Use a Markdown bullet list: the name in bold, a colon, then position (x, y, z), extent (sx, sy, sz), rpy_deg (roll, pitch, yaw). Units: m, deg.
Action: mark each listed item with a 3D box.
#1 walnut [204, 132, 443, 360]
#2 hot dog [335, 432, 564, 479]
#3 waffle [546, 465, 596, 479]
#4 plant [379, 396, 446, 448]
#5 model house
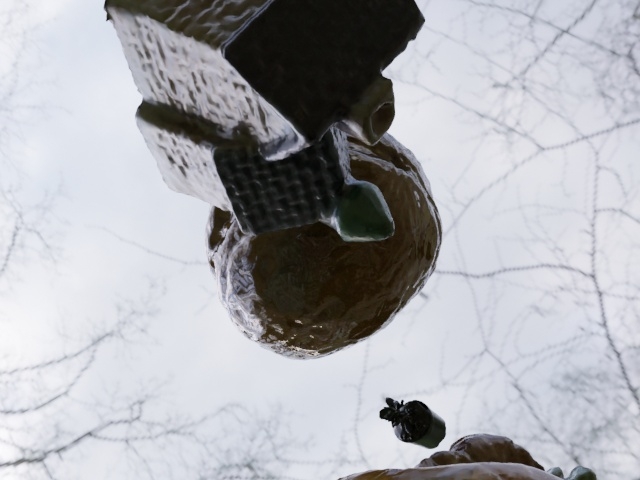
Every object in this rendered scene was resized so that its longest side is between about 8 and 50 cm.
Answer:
- **walnut**: position (0.000, 0.000, 1.352), extent (0.332, 0.333, 0.333), rpy_deg (-19, -52, -25)
- **hot dog**: position (0.165, 0.309, 0.807), extent (0.185, 0.405, 0.223), rpy_deg (-33, 8, 43)
- **waffle**: position (0.284, 0.439, 1.530), extent (0.309, 0.292, 0.056), rpy_deg (-23, -75, 11)
- **plant**: position (0.094, 0.194, 1.137), extent (0.051, 0.051, 0.102), rpy_deg (-52, -46, 4)
- **model house**: position (-0.026, -0.147, 1.066), extent (0.243, 0.284, 0.298), rpy_deg (-44, -37, -20)
